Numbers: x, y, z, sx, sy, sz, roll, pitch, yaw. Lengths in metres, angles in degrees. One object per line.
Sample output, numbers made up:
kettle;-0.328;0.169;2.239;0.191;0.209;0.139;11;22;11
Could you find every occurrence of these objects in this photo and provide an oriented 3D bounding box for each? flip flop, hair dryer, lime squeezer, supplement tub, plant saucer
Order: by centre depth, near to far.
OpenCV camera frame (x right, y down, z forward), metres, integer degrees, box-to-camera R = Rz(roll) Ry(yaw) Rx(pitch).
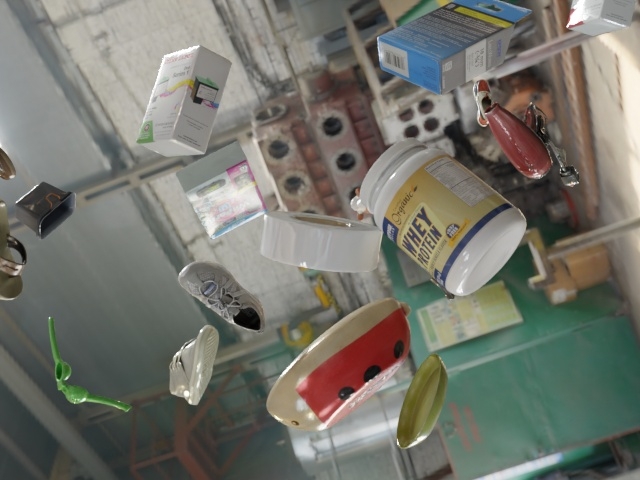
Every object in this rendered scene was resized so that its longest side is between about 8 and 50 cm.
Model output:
supplement tub;0.261;-0.057;1.692;0.316;0.228;0.228;43;173;25
hair dryer;0.454;-0.230;1.729;0.293;0.080;0.223;17;-136;-47
flip flop;-0.724;0.028;1.792;0.112;0.080;0.277;-71;-10;-57
plant saucer;0.249;0.390;1.861;0.241;0.037;0.241;-157;90;-86
lime squeezer;-0.616;0.336;1.950;0.310;0.110;0.059;49;150;0

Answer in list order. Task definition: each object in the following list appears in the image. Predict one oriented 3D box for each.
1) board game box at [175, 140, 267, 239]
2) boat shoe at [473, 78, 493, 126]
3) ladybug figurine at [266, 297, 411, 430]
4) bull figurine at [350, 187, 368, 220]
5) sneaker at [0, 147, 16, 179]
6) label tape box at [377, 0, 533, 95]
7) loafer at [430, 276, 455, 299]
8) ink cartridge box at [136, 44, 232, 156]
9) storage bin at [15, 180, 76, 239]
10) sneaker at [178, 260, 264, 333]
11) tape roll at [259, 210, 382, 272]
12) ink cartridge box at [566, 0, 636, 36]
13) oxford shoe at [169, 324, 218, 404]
board game box;-0.315;-0.157;2.521;0.097;0.224;0.303;59;174;29
boat shoe;0.448;-0.381;2.112;0.043;0.049;0.137;125;146;-71
ladybug figurine;0.068;0.327;1.977;0.162;0.449;0.305;48;180;23
bull figurine;0.205;-0.142;2.331;0.310;0.188;0.101;127;133;-75
sneaker;-0.702;-0.186;1.574;0.071;0.066;0.188;-52;-51;-30
label tape box;0.356;-0.523;2.038;0.240;0.334;0.106;37;148;43
loafer;0.378;0.116;2.463;0.170;0.061;0.062;67;-156;-11
ink cartridge box;-0.379;-0.383;2.152;0.117;0.201;0.278;24;-103;-39
storage bin;-0.685;-0.085;1.915;0.135;0.091;0.098;-56;-8;-42
sneaker;-0.240;0.147;2.001;0.281;0.105;0.115;34;-172;-33
tape roll;0.000;0.000;1.862;0.286;0.286;0.100;-61;-21;-83
ink cartridge box;0.579;-0.515;1.567;0.127;0.072;0.175;-157;79;-75
oxford shoe;-0.412;0.397;2.466;0.449;0.130;0.169;114;-178;-56
